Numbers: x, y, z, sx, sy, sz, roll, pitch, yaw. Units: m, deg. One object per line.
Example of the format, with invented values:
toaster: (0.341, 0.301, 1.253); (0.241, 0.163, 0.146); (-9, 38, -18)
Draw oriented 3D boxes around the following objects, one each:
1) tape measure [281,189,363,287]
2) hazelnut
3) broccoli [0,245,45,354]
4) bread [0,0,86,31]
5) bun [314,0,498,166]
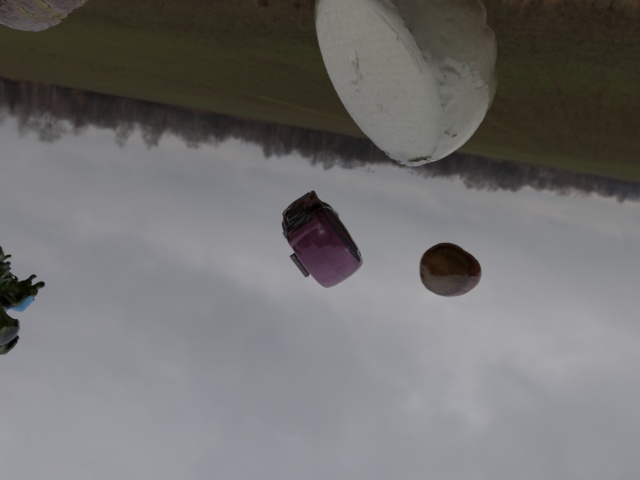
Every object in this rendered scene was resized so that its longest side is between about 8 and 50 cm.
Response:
tape measure: (0.000, 0.000, 0.720); (0.074, 0.118, 0.125); (-34, -172, 10)
hazelnut: (0.178, 0.042, 0.771); (0.086, 0.086, 0.086); (8, -169, -2)
broccoli: (-0.339, 0.061, 0.529); (0.160, 0.167, 0.154); (29, 169, 22)
bread: (-0.435, -0.390, 0.849); (0.172, 0.103, 0.132); (-5, 175, 38)
bun: (0.065, -0.123, 0.352); (0.094, 0.138, 0.138); (-31, -158, -10)
